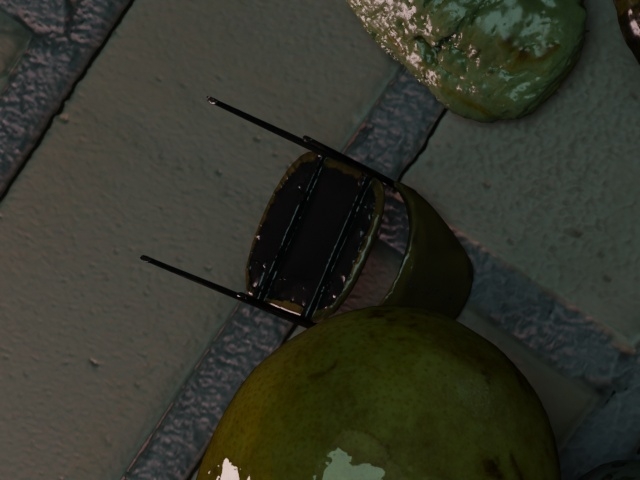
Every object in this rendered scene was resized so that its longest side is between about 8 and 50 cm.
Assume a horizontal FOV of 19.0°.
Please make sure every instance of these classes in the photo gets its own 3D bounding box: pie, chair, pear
[{"bbox_3d":[0.139,-0.237,1.742,0.248,0.090,0.201,44,93,13],"label":"pie"},{"bbox_3d":[0.000,0.000,1.711,0.172,0.247,0.159,22,89,42],"label":"chair"},{"bbox_3d":[0.052,0.197,1.604,0.304,0.304,0.304,-2,82,16],"label":"pear"}]

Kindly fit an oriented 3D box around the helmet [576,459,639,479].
[{"bbox_3d":[0.250,0.260,1.620,0.107,0.153,0.177,32,103,50],"label":"helmet"}]

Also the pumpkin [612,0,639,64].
[{"bbox_3d":[0.370,-0.223,1.632,0.260,0.189,0.260,1,81,-7],"label":"pumpkin"}]
